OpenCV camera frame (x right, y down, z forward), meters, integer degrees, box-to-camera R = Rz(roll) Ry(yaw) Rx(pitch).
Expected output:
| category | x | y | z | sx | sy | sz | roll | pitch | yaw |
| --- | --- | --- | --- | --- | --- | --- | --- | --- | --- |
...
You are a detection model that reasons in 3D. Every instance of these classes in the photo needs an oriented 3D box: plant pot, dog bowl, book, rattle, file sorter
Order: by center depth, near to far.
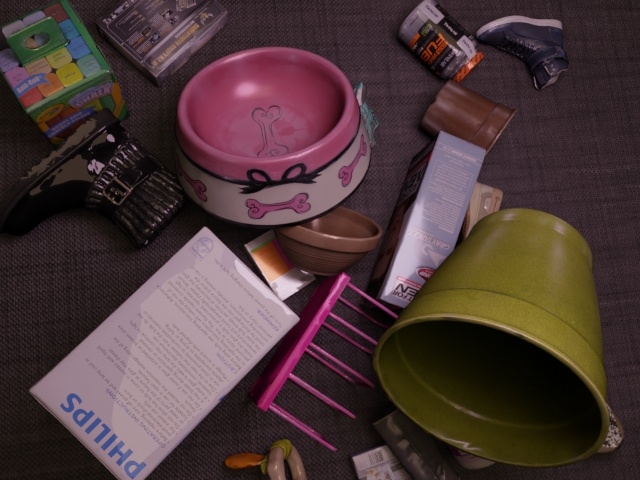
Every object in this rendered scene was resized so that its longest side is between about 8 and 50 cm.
| category | x | y | z | sx | sy | sz | roll | pitch | yaw |
| --- | --- | --- | --- | --- | --- | --- | --- | --- | --- |
| plant pot | 0.330 | 0.136 | 1.058 | 0.366 | 0.366 | 0.353 | 35 | 51 | -1 |
| dog bowl | -0.101 | -0.225 | 1.196 | 0.408 | 0.150 | 0.408 | -2 | 53 | 2 |
| file sorter | 0.018 | 0.241 | 1.203 | 0.182 | 0.202 | 0.290 | 35 | 77 | -4 |
| rattle | -0.085 | 0.508 | 1.206 | 0.143 | 0.130 | 0.199 | -26 | 111 | -2 |
| plant pot | 0.000 | 0.000 | 1.254 | 0.237 | 0.237 | 0.109 | 12 | 109 | -6 |
| book | -0.088 | 0.049 | 1.306 | 0.096 | 0.035 | 0.144 | -32 | 86 | -16 |
| plant pot | 0.326 | -0.269 | 1.369 | 0.165 | 0.167 | 0.167 | 35 | 77 | 8 |

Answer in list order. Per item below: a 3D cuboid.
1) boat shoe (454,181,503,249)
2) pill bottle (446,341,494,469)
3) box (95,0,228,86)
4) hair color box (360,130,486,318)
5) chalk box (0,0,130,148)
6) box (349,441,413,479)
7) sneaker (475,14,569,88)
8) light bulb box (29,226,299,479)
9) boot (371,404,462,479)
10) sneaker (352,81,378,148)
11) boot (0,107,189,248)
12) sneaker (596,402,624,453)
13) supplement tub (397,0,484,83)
| category | x | y | z | sx | sy | sz | roll | pitch | yaw |
| --- | --- | --- | --- | --- | --- | --- | --- | --- | --- |
| boat shoe | 0.347 | 0.013 | 1.342 | 0.098 | 0.109 | 0.302 | 14 | 72 | -5 |
| pill bottle | 0.281 | 0.298 | 1.246 | 0.169 | 0.169 | 0.301 | -30 | 86 | -13 |
| box | -0.351 | -0.489 | 1.352 | 0.183 | 0.056 | 0.231 | 42 | 77 | 0 |
| hair color box | 0.214 | -0.022 | 1.285 | 0.114 | 0.185 | 0.374 | 22 | 77 | -5 |
| chalk box | -0.513 | -0.327 | 1.178 | 0.180 | 0.289 | 0.179 | -32 | 86 | -12 |
| box | 0.157 | 0.515 | 1.254 | 0.145 | 0.038 | 0.186 | -17 | 82 | -12 |
| sneaker | 0.494 | -0.452 | 1.457 | 0.226 | 0.086 | 0.163 | -3 | 78 | -10 |
| light bulb box | -0.252 | 0.205 | 1.086 | 0.225 | 0.358 | 0.361 | 44 | 78 | 3 |
| boot | 0.172 | 0.449 | 1.211 | 0.190 | 0.076 | 0.208 | -35 | 94 | -28 |
| sneaker | 0.098 | -0.280 | 1.388 | 0.076 | 0.065 | 0.166 | 9 | 81 | -24 |
| boot | -0.458 | -0.067 | 1.223 | 0.348 | 0.131 | 0.260 | -41 | 103 | 1 |
| sneaker | 0.496 | 0.300 | 1.270 | 0.410 | 0.182 | 0.158 | 44 | 77 | 1 |
| supplement tub | 0.284 | -0.462 | 1.411 | 0.190 | 0.117 | 0.117 | 43 | 77 | 2 |
